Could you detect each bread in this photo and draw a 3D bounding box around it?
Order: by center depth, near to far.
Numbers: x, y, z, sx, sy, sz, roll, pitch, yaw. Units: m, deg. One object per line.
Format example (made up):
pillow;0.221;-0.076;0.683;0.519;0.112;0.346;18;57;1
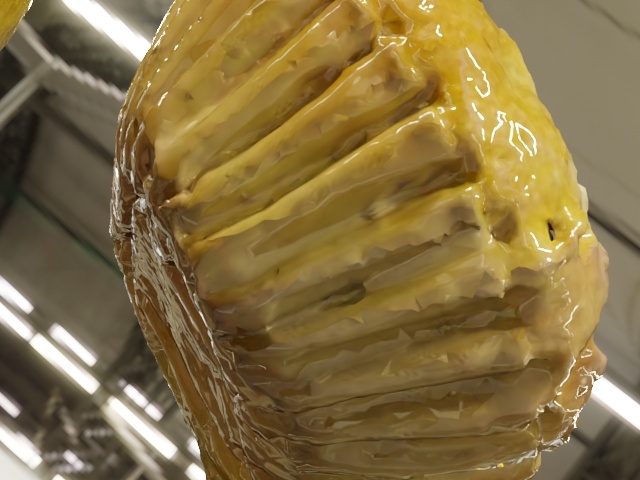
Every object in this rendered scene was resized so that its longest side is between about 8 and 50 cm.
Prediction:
bread;0.000;0.000;0.648;0.274;0.149;0.274;53;-21;32

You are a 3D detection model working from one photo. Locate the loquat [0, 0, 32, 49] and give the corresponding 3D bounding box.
loquat;-0.221;-0.113;0.461;0.328;0.328;0.359;-9;-80;66
